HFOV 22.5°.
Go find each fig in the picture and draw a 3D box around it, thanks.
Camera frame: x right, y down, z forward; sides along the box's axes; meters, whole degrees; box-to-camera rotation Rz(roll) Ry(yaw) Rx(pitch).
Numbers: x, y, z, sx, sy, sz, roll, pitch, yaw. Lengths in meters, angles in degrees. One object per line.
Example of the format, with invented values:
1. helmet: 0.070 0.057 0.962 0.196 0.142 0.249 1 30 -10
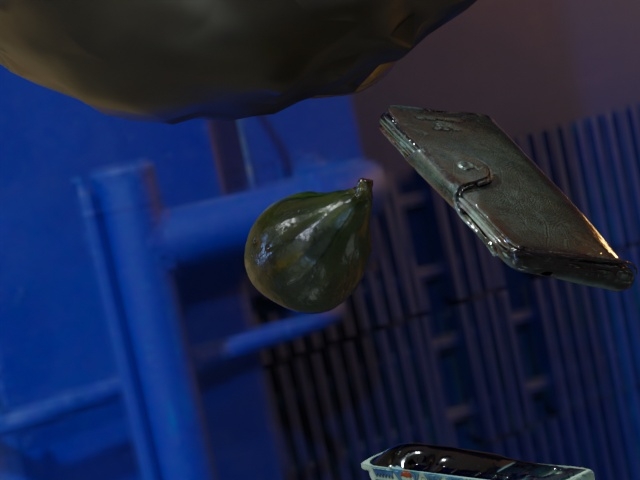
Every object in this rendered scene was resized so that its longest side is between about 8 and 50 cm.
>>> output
1. fig: 0.000 0.000 1.461 0.117 0.117 0.177 -15 -15 -29

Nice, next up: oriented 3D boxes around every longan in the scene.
1. longan: -0.042 -0.243 0.729 0.391 0.391 0.391 -12 7 1

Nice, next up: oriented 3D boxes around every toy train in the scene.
1. toy train: 0.110 0.177 1.175 0.043 0.047 0.207 -18 11 -38

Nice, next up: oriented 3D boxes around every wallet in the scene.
1. wallet: 0.188 -0.056 1.698 0.172 0.045 0.318 8 29 -31

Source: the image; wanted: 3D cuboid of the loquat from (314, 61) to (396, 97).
1. loquat: -0.003 -0.265 1.902 0.238 0.193 0.238 -15 33 10
